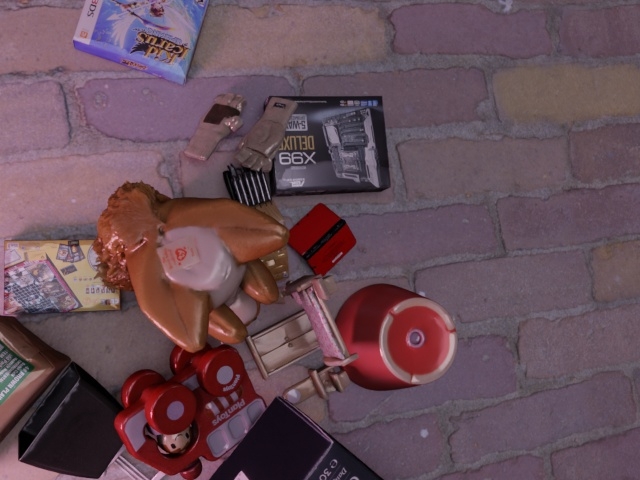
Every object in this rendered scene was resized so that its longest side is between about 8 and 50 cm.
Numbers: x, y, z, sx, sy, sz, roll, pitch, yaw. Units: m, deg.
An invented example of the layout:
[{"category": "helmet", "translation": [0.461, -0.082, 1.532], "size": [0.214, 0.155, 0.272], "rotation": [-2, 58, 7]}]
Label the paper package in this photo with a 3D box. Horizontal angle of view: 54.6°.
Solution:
[{"category": "paper package", "translation": [-0.671, 0.319, 1.204], "size": [0.168, 0.309, 0.325], "rotation": [41, 74, -8]}]

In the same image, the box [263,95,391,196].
[{"category": "box", "translation": [0.016, -0.241, 1.584], "size": [0.307, 0.076, 0.243], "rotation": [-3, 85, -16]}]

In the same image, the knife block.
[{"category": "knife block", "translation": [-0.163, -0.057, 1.520], "size": [0.088, 0.242, 0.276], "rotation": [-16, 133, -16]}]

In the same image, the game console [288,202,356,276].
[{"category": "game console", "translation": [0.000, 0.000, 1.586], "size": [0.144, 0.085, 0.124], "rotation": [-44, 127, -15]}]

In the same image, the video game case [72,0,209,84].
[{"category": "video game case", "translation": [-0.425, -0.538, 1.501], "size": [0.269, 0.061, 0.244], "rotation": [16, 81, -14]}]

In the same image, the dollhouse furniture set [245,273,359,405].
[{"category": "dollhouse furniture set", "translation": [-0.037, 0.249, 1.369], "size": [0.173, 0.355, 0.303], "rotation": [-26, 92, -16]}]

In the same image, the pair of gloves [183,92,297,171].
[{"category": "pair of gloves", "translation": [-0.190, -0.261, 1.481], "size": [0.240, 0.042, 0.204], "rotation": [11, 64, 21]}]

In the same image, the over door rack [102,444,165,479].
[{"category": "over door rack", "translation": [-0.302, 0.464, 1.399], "size": [0.239, 0.108, 0.324], "rotation": [43, 74, -8]}]

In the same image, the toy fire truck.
[{"category": "toy fire truck", "translation": [-0.265, 0.368, 1.319], "size": [0.302, 0.169, 0.254], "rotation": [-34, 111, -33]}]

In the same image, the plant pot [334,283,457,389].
[{"category": "plant pot", "translation": [0.187, 0.235, 1.493], "size": [0.274, 0.243, 0.275], "rotation": [2, 83, -15]}]

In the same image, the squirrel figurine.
[{"category": "squirrel figurine", "translation": [-0.271, 0.048, 1.289], "size": [0.396, 0.370, 0.281], "rotation": [29, 79, 8]}]

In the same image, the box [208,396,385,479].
[{"category": "box", "translation": [-0.030, 0.682, 1.301], "size": [0.472, 0.297, 0.480], "rotation": [45, 76, -23]}]

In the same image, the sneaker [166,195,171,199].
[{"category": "sneaker", "translation": [-0.338, 0.010, 1.462], "size": [0.118, 0.083, 0.222], "rotation": [5, 88, -23]}]

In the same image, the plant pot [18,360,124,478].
[{"category": "plant pot", "translation": [-0.509, 0.395, 1.319], "size": [0.167, 0.188, 0.187], "rotation": [40, 74, -22]}]

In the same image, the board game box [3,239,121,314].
[{"category": "board game box", "translation": [-0.576, 0.081, 1.397], "size": [0.243, 0.042, 0.165], "rotation": [0, 84, -16]}]
